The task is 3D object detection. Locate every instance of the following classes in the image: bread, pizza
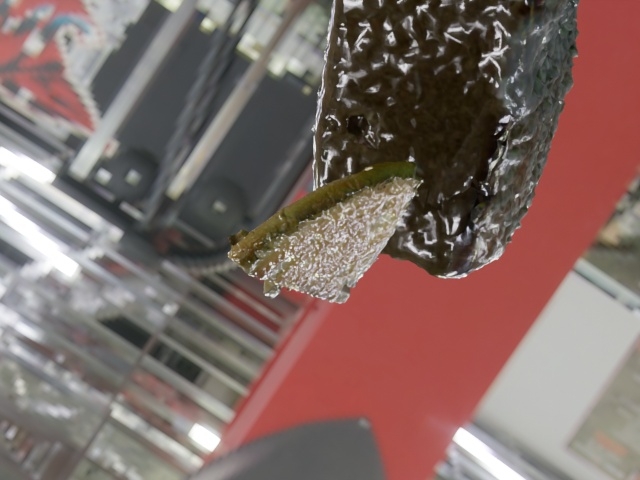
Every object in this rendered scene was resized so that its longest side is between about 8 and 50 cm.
[{"bbox_3d":[0.082,-0.193,0.731,0.113,0.416,0.165,15,-153,12],"label":"bread"},{"bbox_3d":[0.000,-0.001,0.678,0.025,0.083,0.078,55,162,27],"label":"pizza"}]
